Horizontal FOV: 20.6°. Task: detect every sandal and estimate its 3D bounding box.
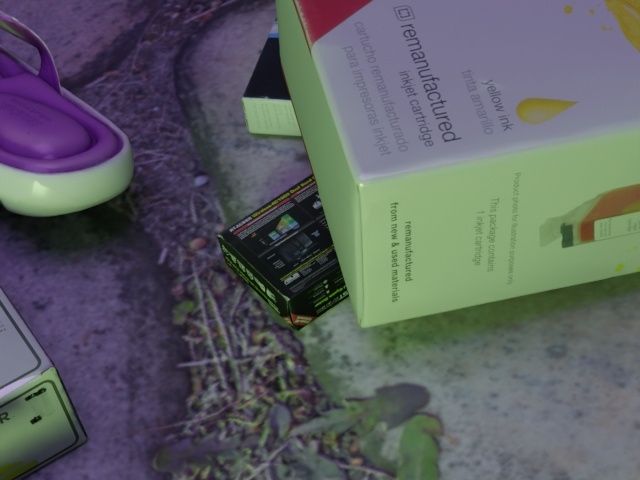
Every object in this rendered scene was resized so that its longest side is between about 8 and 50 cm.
[{"bbox_3d":[-0.297,-0.146,1.430,0.416,0.102,0.169,28,36,33],"label":"sandal"}]

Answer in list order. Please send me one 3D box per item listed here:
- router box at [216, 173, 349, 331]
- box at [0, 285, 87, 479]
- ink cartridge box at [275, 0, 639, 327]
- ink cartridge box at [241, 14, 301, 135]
[{"bbox_3d":[0.000,0.000,1.299,0.122,0.038,0.092,-33,50,-17],"label":"router box"},{"bbox_3d":[-0.310,0.071,1.272,0.169,0.087,0.290,-31,48,-15],"label":"box"},{"bbox_3d":[0.180,-0.124,1.252,0.384,0.160,0.279,-11,50,-7],"label":"ink cartridge box"},{"bbox_3d":[0.063,-0.164,1.433,0.208,0.045,0.206,6,50,16],"label":"ink cartridge box"}]
